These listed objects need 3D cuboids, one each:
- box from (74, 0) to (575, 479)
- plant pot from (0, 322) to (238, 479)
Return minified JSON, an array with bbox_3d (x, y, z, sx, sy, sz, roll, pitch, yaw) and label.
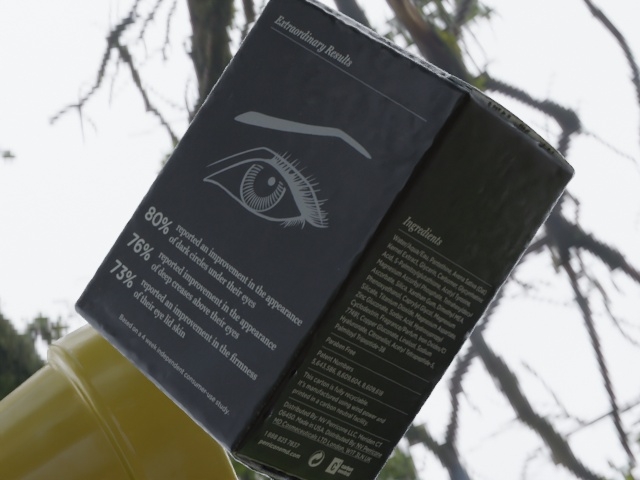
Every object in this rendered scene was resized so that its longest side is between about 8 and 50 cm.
[{"bbox_3d":[0.000,0.000,0.848,0.108,0.153,0.207,31,-85,-48],"label":"box"},{"bbox_3d":[-0.223,0.224,1.522,0.239,0.254,0.254,-29,-58,-17],"label":"plant pot"}]
